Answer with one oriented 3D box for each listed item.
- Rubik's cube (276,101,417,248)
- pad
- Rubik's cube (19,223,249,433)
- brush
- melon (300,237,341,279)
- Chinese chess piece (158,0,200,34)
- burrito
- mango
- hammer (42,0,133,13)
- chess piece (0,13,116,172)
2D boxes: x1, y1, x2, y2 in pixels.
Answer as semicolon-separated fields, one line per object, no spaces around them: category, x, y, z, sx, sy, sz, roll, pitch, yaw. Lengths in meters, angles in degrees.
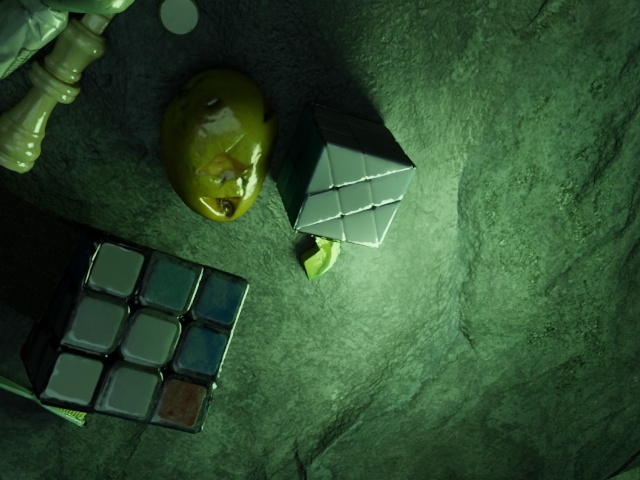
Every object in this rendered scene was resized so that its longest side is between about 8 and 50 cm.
Rubik's cube;0.050;-0.146;1.528;0.221;0.224;0.231;12;117;-21
pad;-0.681;0.002;1.417;0.330;0.004;0.220;30;97;8
Rubik's cube;-0.410;0.181;1.472;0.363;0.359;0.362;22;81;-29
brush;-0.727;0.401;1.759;0.297;0.068;0.060;36;87;-28
melon;0.000;0.000;1.706;0.118;0.064;0.209;-11;121;-2
Chinese chess piece;-0.286;-0.459;1.360;0.084;0.034;0.084;-6;121;-9
burrito;-0.663;-0.336;1.278;0.445;0.139;0.101;-33;153;13
mango;-0.218;-0.197;1.466;0.253;0.182;0.365;-8;134;-14
hammer;-0.348;-0.499;1.192;0.305;0.202;0.113;-49;143;-37
chess piece;-0.531;-0.322;1.336;0.117;0.117;0.397;32;106;-29
